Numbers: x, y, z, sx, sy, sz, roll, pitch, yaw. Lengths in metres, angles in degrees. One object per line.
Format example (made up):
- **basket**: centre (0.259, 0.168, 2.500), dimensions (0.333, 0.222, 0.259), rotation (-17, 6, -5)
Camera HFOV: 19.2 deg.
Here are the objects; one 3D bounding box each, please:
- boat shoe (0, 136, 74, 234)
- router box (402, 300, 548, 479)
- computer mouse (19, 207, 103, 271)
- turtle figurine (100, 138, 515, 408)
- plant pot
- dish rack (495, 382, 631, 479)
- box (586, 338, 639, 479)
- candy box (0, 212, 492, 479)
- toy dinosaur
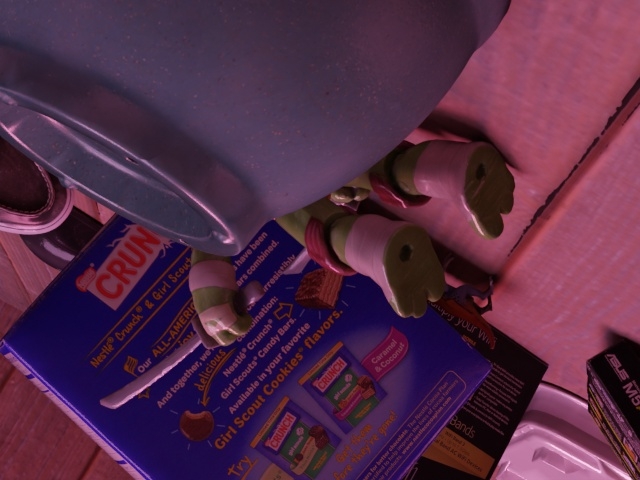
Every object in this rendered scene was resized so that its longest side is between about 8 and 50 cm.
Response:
- **boat shoe**: centre (-0.398, -0.116, 1.963), dimensions (0.335, 0.121, 0.119), rotation (35, 171, -16)
- **router box**: centre (0.026, 0.140, 1.730), dimensions (0.309, 0.243, 0.081), rotation (35, 167, -21)
- **computer mouse**: centre (-0.283, 0.024, 2.391), dimensions (0.272, 0.072, 0.188), rotation (31, 169, -5)
- **turtle figurine**: centre (0.000, 0.000, 1.347), dimensions (0.266, 0.274, 0.198), rotation (13, -165, 41)
- **plant pot**: centre (-0.070, -0.115, 1.018), dimensions (0.293, 0.196, 0.293), rotation (28, 168, 6)
- **dish rack**: centre (0.304, 0.257, 1.981), dimensions (0.285, 0.072, 0.333), rotation (30, 167, 1)
- **box**: centre (0.290, 0.191, 1.592), dimensions (0.190, 0.045, 0.184), rotation (59, 180, 21)
- **candy box**: centre (-0.065, 0.096, 1.565), dimensions (0.317, 0.268, 0.122), rotation (44, 164, -6)
- **toy dinosaur**: centre (0.104, 0.043, 1.583), dimensions (0.082, 0.090, 0.047), rotation (-2, 148, 1)
